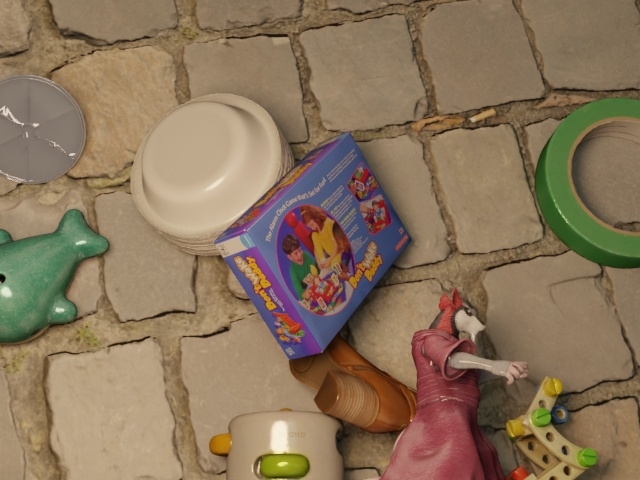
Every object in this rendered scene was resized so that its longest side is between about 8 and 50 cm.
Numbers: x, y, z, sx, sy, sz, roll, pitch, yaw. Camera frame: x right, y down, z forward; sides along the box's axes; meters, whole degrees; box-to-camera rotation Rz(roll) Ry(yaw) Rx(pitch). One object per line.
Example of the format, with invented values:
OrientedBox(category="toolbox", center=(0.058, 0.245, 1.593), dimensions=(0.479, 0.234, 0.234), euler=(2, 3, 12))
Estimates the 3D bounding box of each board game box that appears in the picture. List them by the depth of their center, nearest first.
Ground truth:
OrientedBox(category="board game box", center=(0.000, 0.000, 1.655), dimensions=(0.233, 0.078, 0.347), euler=(59, 42, -15))

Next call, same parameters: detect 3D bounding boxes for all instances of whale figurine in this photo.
OrientedBox(category="whale figurine", center=(-0.496, 0.052, 1.696), dimensions=(0.272, 0.141, 0.216), euler=(-41, 79, -16))

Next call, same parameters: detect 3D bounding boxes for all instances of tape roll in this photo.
OrientedBox(category="tape roll", center=(0.571, -0.110, 1.871), dimensions=(0.321, 0.077, 0.322), euler=(1, 73, -4))

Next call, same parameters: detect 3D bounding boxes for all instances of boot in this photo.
OrientedBox(category="boot", center=(0.076, 0.229, 1.693), dimensions=(0.220, 0.283, 0.109), euler=(21, 105, -28))

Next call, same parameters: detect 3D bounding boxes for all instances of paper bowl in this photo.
OrientedBox(category="paper bowl", center=(-0.197, -0.129, 1.732), dimensions=(0.284, 0.148, 0.284), euler=(-7, 64, 16))

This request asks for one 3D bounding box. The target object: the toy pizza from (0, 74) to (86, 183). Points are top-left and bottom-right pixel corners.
OrientedBox(category="toy pizza", center=(-0.527, -0.202, 1.793), dimensions=(0.201, 0.032, 0.201), euler=(-3, 109, -8))

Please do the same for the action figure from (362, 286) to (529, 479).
OrientedBox(category="action figure", center=(0.195, 0.257, 1.561), dimensions=(0.275, 0.248, 0.370), euler=(-9, 65, 14))

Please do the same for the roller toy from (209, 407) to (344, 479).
OrientedBox(category="roller toy", center=(-0.059, 0.347, 1.612), dimensions=(0.191, 0.209, 0.146), euler=(16, 66, -41))

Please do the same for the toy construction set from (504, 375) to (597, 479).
OrientedBox(category="toy construction set", center=(0.319, 0.394, 1.645), dimensions=(0.327, 0.151, 0.215), euler=(-30, 79, -12))
